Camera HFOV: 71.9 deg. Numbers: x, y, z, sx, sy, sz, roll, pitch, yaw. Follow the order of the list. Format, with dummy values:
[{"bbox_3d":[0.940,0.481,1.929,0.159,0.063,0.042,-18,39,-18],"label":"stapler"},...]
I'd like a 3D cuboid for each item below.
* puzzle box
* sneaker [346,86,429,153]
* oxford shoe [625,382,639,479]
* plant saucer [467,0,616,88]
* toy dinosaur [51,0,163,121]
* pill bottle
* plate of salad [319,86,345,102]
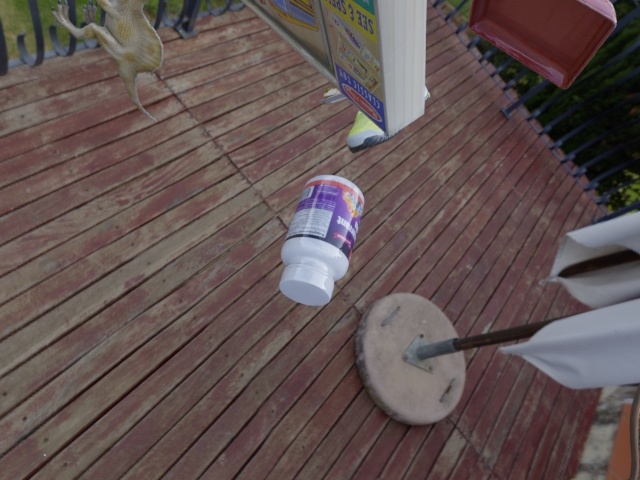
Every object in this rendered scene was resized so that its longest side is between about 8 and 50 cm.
[{"bbox_3d":[-0.043,-0.320,0.451,0.052,0.272,0.409,-35,60,-7],"label":"puzzle box"},{"bbox_3d":[0.162,-0.368,1.201,0.147,0.145,0.385,57,47,-22],"label":"sneaker"},{"bbox_3d":[0.346,0.209,0.420,0.076,0.076,0.212,20,79,-18],"label":"oxford shoe"},{"bbox_3d":[0.413,-0.428,0.844,0.259,0.258,0.048,40,94,13],"label":"plant saucer"},{"bbox_3d":[-0.182,-0.180,0.396,0.092,0.183,0.053,34,50,-4],"label":"toy dinosaur"},{"bbox_3d":[0.000,0.000,0.703,0.108,0.108,0.193,28,57,-18],"label":"pill bottle"},{"bbox_3d":[0.085,-0.494,1.444,0.200,0.200,0.048,-30,108,-38],"label":"plate of salad"}]
